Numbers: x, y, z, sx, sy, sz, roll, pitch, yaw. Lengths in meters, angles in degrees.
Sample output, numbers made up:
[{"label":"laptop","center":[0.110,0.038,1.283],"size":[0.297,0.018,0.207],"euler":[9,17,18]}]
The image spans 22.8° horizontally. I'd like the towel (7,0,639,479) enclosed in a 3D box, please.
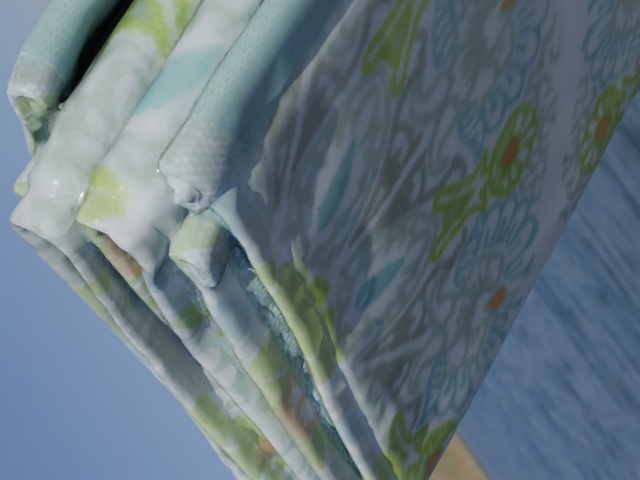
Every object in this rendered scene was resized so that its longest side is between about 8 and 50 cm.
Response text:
[{"label":"towel","center":[0.041,-0.089,0.630],"size":[0.090,0.374,0.320],"euler":[22,159,25]}]
